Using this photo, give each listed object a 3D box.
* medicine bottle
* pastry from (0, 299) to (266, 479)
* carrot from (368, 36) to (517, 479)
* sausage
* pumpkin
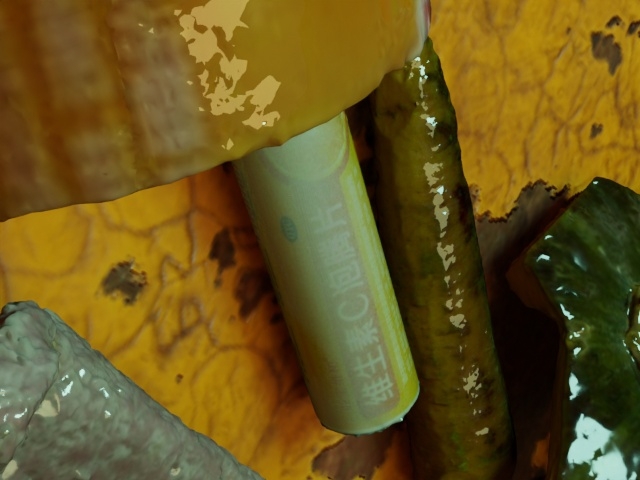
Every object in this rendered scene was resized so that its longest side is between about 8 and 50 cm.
[{"bbox_3d":[0.000,0.000,0.785,0.074,0.074,0.218,-37,127,-27],"label":"medicine bottle"},{"bbox_3d":[-0.109,0.110,0.702,0.102,0.112,0.265,-61,146,-21],"label":"pastry"},{"bbox_3d":[0.067,0.016,0.855,0.066,0.066,0.314,-27,120,-33],"label":"carrot"},{"bbox_3d":[-0.094,-0.179,0.533,0.233,0.233,0.287,-30,123,-31],"label":"sausage"},{"bbox_3d":[0.228,0.074,0.948,0.258,0.095,0.290,10,60,-26],"label":"pumpkin"}]
